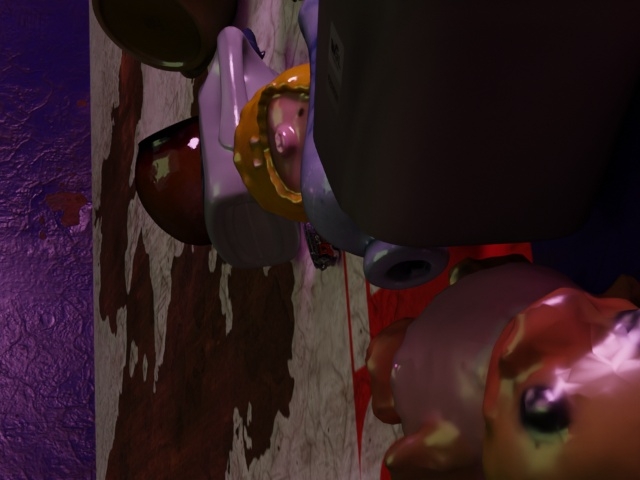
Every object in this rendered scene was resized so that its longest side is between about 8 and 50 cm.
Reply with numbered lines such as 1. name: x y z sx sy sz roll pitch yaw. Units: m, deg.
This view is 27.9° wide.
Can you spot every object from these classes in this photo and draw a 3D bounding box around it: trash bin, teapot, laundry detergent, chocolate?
1. trash bin: 0.100 -0.144 0.784 0.219 0.219 0.250 -107 19 -50
2. teapot: -0.196 -0.347 1.803 0.175 0.186 0.267 -61 -29 -30
3. laundry detergent: -0.084 -0.130 1.455 0.215 0.105 0.280 76 -172 -64
4. chocolate: -0.161 -0.077 1.693 0.177 0.177 0.176 -178 90 -72

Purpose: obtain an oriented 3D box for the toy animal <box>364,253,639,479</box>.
1. toy animal: 0.136 0.098 0.717 0.169 0.195 0.281 53 169 -9

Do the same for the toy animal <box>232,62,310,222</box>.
1. toy animal: -0.003 -0.091 1.215 0.230 0.156 0.156 -7 81 61

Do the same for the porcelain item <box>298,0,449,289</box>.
1. porcelain item: 0.045 -0.087 1.025 0.141 0.141 0.259 120 145 -56

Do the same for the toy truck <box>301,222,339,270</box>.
1. toy truck: 0.000 0.000 1.349 0.083 0.032 0.024 -107 30 -43
